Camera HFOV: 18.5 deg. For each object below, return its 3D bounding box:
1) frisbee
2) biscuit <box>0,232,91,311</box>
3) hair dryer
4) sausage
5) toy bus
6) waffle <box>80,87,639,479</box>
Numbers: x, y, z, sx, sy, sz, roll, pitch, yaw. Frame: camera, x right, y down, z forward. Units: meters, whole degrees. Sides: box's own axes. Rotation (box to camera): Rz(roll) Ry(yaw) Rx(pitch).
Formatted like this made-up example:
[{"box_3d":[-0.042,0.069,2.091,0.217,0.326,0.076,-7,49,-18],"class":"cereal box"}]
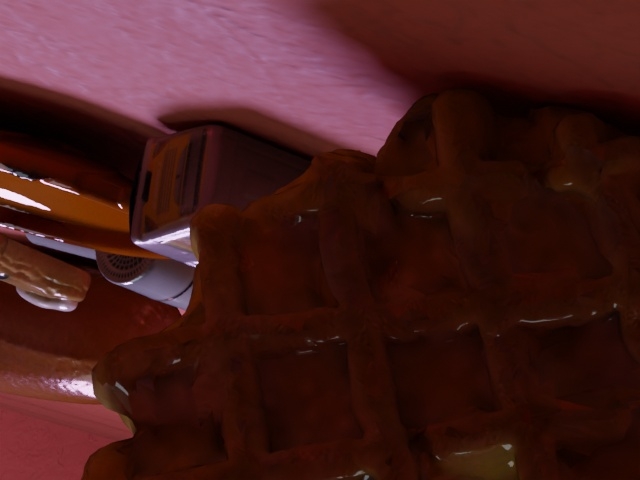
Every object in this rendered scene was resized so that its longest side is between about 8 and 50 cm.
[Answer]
[{"box_3d":[-0.146,-0.033,0.927,0.192,0.035,0.192,14,170,3],"class":"frisbee"},{"box_3d":[-0.235,-0.012,1.101,0.158,0.035,0.240,19,175,27],"class":"biscuit"},{"box_3d":[-0.111,0.003,1.075,0.137,0.047,0.082,13,173,38],"class":"hair dryer"},{"box_3d":[-0.213,0.054,1.338,0.274,0.105,0.105,8,169,29],"class":"sausage"},{"box_3d":[0.000,0.000,0.858,0.172,0.057,0.072,20,159,-34],"class":"toy bus"},{"box_3d":[0.084,0.091,0.654,0.324,0.261,0.151,9,162,11],"class":"waffle"}]
